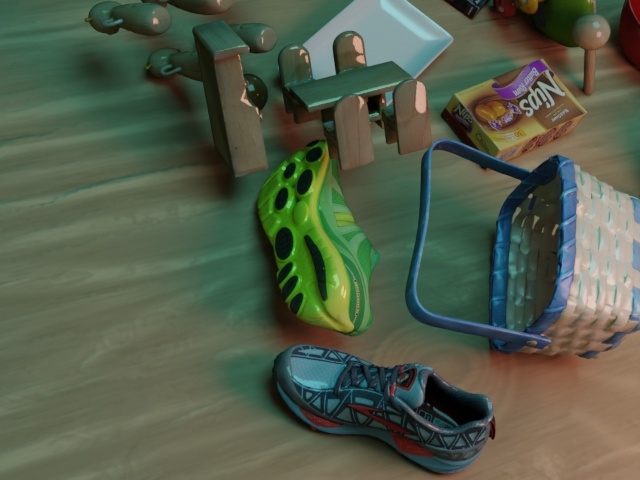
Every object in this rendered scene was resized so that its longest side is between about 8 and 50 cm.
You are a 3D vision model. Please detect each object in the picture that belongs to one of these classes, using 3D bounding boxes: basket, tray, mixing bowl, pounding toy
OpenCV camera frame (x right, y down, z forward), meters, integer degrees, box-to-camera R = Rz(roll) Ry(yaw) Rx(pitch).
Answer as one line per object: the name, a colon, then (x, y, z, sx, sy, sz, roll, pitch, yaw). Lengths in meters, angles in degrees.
basket: (0.248, 0.020, 1.536, 0.289, 0.201, 0.254, 20, 59, -15)
tray: (0.064, -0.255, 1.760, 0.145, 0.030, 0.270, 39, 52, 7)
mixing bowl: (0.535, -0.320, 1.958, 0.182, 0.098, 0.181, 11, 55, -16)
pounding toy: (0.329, -0.343, 1.861, 0.110, 0.183, 0.236, -15, 66, -6)

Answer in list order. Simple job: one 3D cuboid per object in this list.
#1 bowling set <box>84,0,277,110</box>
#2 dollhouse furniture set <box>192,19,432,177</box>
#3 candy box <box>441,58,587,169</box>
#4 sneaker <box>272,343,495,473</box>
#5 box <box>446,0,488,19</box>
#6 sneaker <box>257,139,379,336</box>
bowling set: (-0.159, -0.254, 1.622, 0.154, 0.199, 0.287, 13, 32, 42)
dollhouse furniture set: (-0.014, -0.195, 1.524, 0.242, 0.161, 0.212, -16, 29, -13)
candy box: (0.276, -0.180, 1.783, 0.187, 0.053, 0.109, -24, 69, -32)
sneaker: (0.077, 0.165, 1.416, 0.262, 0.125, 0.104, 21, 51, -9)
box: (0.198, -0.421, 1.931, 0.162, 0.029, 0.116, 37, 51, 2)
sneaker: (0.000, 0.000, 1.528, 0.123, 0.109, 0.295, 41, 30, -40)
